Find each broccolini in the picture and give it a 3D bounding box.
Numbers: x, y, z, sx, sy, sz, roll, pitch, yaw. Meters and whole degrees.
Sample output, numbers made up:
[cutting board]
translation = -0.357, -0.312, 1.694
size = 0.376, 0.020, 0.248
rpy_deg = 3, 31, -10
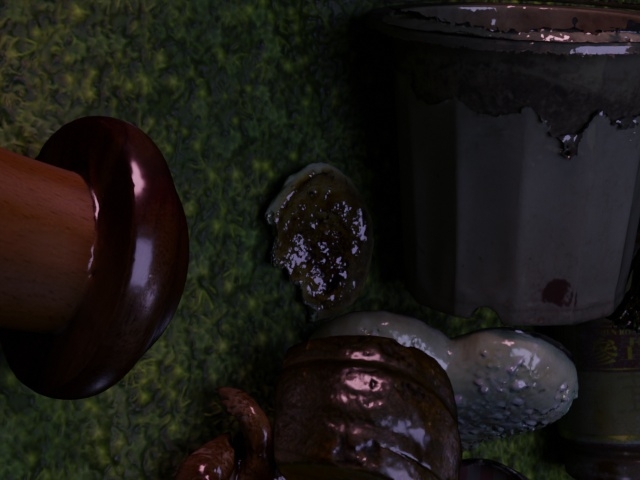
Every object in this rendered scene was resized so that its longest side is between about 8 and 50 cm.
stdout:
[broccolini]
translation = 0.313, -0.043, 1.365
size = 0.062, 0.123, 0.271
rpy_deg = 18, 94, -26

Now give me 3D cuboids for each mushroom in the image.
[mushroom]
translation = -0.063, 0.197, 1.235
size = 0.135, 0.080, 0.171
rpy_deg = 2, 82, -57

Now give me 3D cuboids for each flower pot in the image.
[flower pot]
translation = 0.174, -0.074, 1.337
size = 0.290, 0.290, 0.259
rpy_deg = -10, 108, -42

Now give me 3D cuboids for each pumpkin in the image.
[pumpkin]
translation = 0.061, 0.190, 1.275
size = 0.248, 0.126, 0.131
rpy_deg = 61, 23, -44

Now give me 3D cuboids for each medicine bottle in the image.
[medicine bottle]
translation = 0.294, 0.061, 1.508
size = 0.151, 0.151, 0.322
rpy_deg = -5, 94, -42

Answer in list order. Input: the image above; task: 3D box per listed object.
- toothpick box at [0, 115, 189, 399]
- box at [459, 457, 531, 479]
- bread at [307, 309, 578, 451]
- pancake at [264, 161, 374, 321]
[toothpick box]
translation = -0.227, -0.007, 1.019
size = 0.294, 0.192, 0.192
rpy_deg = 15, 80, -35
[box]
translation = 0.158, 0.279, 1.395
size = 0.135, 0.151, 0.151
rpy_deg = 32, 69, -47
[bread]
translation = 0.097, 0.129, 1.350
size = 0.232, 0.172, 0.064
rpy_deg = 8, 54, -5
[pancake]
translation = 0.002, -0.004, 1.331
size = 0.116, 0.022, 0.129
rpy_deg = -52, 127, -29
